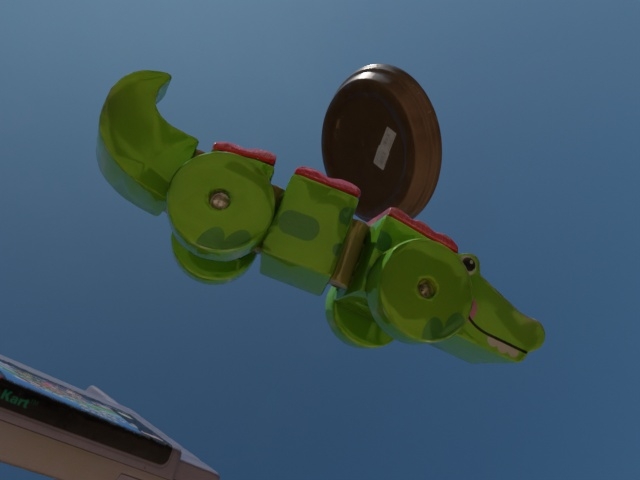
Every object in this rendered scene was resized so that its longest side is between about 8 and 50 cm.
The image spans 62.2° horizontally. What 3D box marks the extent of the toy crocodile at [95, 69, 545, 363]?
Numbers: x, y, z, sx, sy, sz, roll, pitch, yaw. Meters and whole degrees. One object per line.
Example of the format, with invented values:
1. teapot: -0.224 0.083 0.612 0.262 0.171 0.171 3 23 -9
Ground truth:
1. toy crocodile: 0.000 0.000 0.375 0.340 0.115 0.105 24 -109 -5

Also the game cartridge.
1. game cartridge: -0.275 0.137 0.469 0.355 0.230 0.068 41 -118 -35

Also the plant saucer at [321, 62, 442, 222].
1. plant saucer: 0.088 -0.156 0.907 0.041 0.278 0.278 -14 -80 -36
